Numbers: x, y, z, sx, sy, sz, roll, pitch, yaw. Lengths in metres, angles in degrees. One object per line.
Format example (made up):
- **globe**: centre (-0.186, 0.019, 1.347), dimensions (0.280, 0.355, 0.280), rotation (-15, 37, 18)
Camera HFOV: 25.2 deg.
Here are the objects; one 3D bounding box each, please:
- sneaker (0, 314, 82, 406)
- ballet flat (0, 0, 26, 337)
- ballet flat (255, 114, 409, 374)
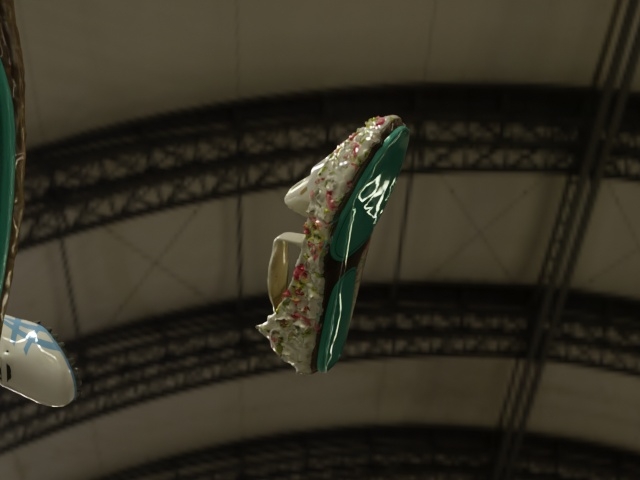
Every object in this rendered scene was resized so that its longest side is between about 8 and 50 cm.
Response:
- **sneaker**: centre (-0.329, 0.102, 1.374), dimensions (0.237, 0.086, 0.085), rotation (26, -53, 25)
- **ballet flat**: centre (-0.141, -0.073, 0.361), dimensions (0.116, 0.342, 0.124), rotation (-3, 12, -30)
- **ballet flat**: centre (0.000, 0.000, 1.143), dimensions (0.077, 0.091, 0.241), rotation (28, -63, 21)
